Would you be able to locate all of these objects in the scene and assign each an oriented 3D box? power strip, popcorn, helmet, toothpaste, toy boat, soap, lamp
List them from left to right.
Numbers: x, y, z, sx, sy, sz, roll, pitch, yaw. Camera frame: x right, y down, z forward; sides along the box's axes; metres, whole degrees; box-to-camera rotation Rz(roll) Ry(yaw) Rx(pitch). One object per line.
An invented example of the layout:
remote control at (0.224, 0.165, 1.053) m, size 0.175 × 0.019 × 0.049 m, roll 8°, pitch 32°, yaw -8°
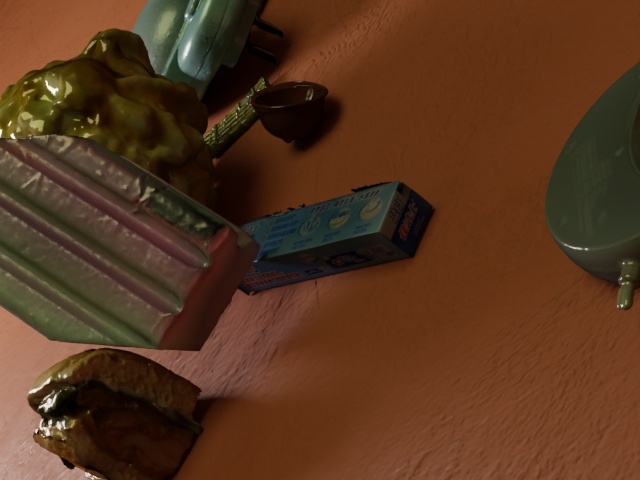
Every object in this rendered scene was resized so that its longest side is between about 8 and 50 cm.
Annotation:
soap at (-0.249, -0.002, 1.646) m, size 0.193 × 0.324 × 0.109 m, roll -59°, pitch -17°, yaw 0°
popcorn at (-0.254, -0.086, 1.881) m, size 0.279 × 0.274 × 0.335 m, roll -27°, pitch 14°, yaw -14°
lamp at (-0.170, -0.262, 2.139) m, size 0.284 × 0.147 × 0.209 m, roll -11°, pitch 57°, yaw 53°
toy boat at (-0.104, -0.154, 2.041) m, size 0.115 × 0.016 × 0.063 m, roll -43°, pitch 26°, yaw 14°
helmet at (-0.032, -0.143, 1.861) m, size 0.089 × 0.057 × 0.111 m, roll -14°, pitch 19°, yaw -7°
toothpaste at (0.000, 0.000, 1.620) m, size 0.272 × 0.053 × 0.066 m, roll -14°, pitch 47°, yaw 51°
power strip at (0.251, -0.043, 1.260) m, size 0.167 × 0.054 × 0.253 m, roll -37°, pitch 27°, yaw 31°

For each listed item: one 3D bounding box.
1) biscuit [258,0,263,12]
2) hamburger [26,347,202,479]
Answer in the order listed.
biscuit at (-0.104, -0.394, 2.323) m, size 0.108 × 0.062 × 0.239 m, roll -24°, pitch 34°, yaw 47°
hamburger at (-0.229, 0.170, 1.657) m, size 0.135 × 0.155 × 0.208 m, roll -55°, pitch 20°, yaw -16°
